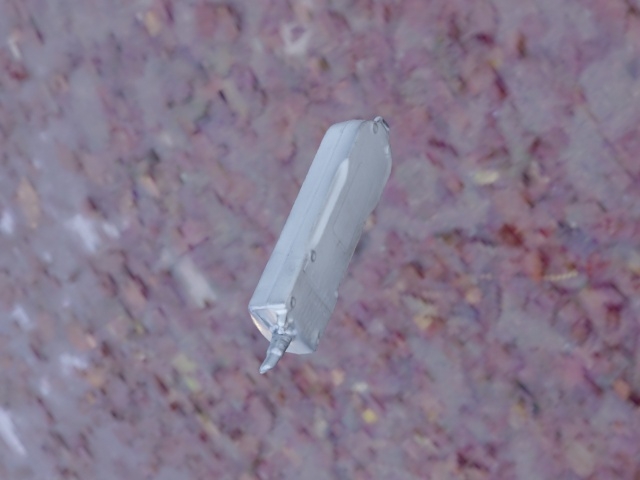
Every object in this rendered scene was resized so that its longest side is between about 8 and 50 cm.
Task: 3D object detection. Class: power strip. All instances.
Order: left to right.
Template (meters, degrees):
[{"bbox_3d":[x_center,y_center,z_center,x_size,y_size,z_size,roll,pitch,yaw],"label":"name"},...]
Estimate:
[{"bbox_3d":[0.000,0.000,0.905,0.030,0.191,0.047,1,143,34],"label":"power strip"}]
